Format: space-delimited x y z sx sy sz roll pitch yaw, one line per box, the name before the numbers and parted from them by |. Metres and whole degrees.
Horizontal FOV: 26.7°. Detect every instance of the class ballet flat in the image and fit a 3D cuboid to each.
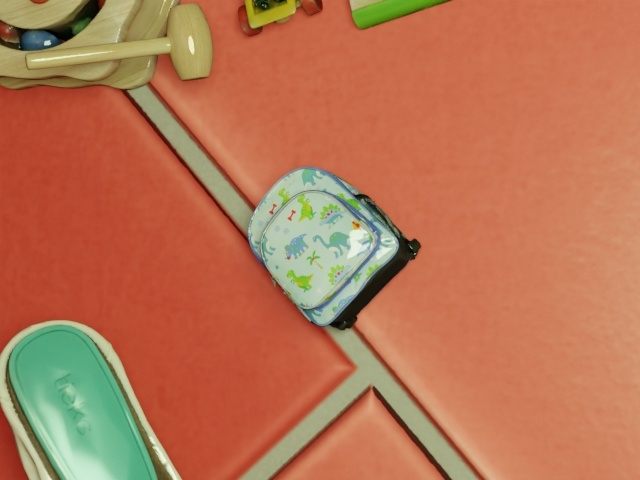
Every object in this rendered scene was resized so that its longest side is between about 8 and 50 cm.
ballet flat | -0.153 0.254 1.089 0.139 0.139 0.400 -31 74 15

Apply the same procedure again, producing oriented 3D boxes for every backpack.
backpack | 0.000 0.000 1.073 0.105 0.084 0.114 -47 69 8

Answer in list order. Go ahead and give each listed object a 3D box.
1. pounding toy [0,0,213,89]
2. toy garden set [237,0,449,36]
pounding toy | -0.215 -0.210 1.132 0.270 0.155 0.154 2 90 20
toy garden set | 0.007 -0.295 1.116 0.204 0.049 0.244 -16 80 18
